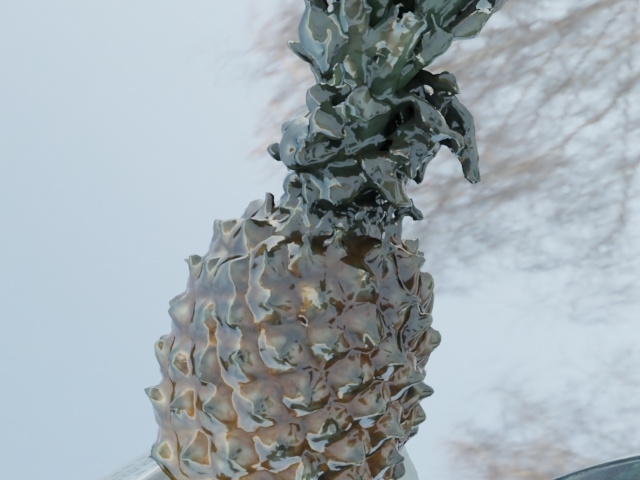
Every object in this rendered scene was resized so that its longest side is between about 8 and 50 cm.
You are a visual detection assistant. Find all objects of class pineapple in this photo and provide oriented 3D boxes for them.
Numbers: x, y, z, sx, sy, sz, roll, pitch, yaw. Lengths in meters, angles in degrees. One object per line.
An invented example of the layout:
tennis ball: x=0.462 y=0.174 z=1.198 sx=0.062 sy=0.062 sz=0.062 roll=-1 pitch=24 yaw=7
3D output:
pineapple: x=0.000 y=0.000 z=0.971 sx=0.175 sy=0.175 sz=0.361 roll=-8 pitch=-57 yaw=-30

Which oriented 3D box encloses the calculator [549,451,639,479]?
calculator: x=0.305 y=0.261 z=1.480 sx=0.268 sy=0.040 sz=0.177 roll=-8 pitch=-80 yaw=5

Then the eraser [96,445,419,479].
eraser: x=-0.071 y=0.193 z=1.205 sx=0.279 sy=0.081 sz=0.124 roll=-29 pitch=-82 yaw=-27
